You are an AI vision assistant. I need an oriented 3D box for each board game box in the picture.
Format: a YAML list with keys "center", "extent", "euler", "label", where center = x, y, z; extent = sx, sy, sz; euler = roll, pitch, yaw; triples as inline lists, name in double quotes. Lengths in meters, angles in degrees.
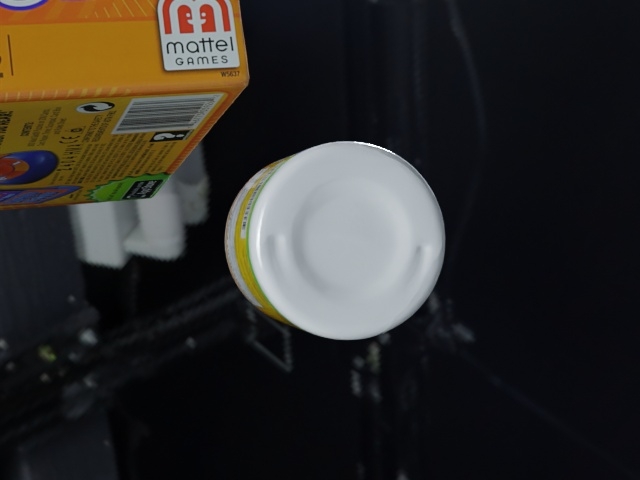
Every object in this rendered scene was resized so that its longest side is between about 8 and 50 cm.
- center: [-0.290, -0.228, 1.115]
  extent: [0.356, 0.356, 0.356]
  euler: [-5, -99, -19]
  label: "board game box"

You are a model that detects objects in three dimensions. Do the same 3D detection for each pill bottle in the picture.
- center: [0.000, 0.000, 1.089]
  extent: [0.136, 0.246, 0.136]
  euler: [0, -90, -10]
  label: "pill bottle"
